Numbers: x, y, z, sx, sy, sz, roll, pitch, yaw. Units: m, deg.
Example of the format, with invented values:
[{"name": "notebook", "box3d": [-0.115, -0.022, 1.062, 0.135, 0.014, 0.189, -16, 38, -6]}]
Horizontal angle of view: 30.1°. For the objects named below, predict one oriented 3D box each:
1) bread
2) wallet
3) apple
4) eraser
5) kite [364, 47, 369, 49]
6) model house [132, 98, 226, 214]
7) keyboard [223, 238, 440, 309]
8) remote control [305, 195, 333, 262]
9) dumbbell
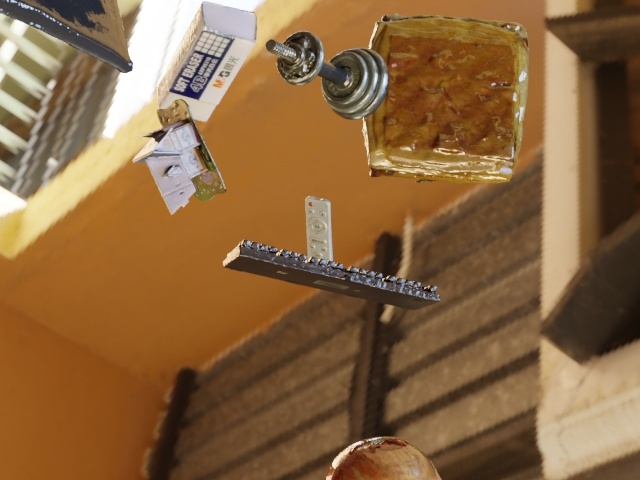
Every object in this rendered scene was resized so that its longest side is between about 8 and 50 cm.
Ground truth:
[{"name": "bread", "box3d": [0.203, -0.220, 1.994, 0.167, 0.278, 0.324, 97, -2, -60]}, {"name": "wallet", "box3d": [-0.326, -0.300, 1.415, 0.030, 0.285, 0.146, -23, -112, 24]}, {"name": "apple", "box3d": [0.075, 0.301, 1.363, 0.146, 0.146, 0.131, -61, -153, -11]}, {"name": "eraser", "box3d": [-0.244, -0.378, 2.538, 0.287, 0.130, 0.086, -49, -142, 47]}, {"name": "kite", "box3d": [0.156, -0.377, 2.491, 0.011, 0.139, 0.156, -105, -146, -70]}, {"name": "model house", "box3d": [-0.233, -0.123, 1.849, 0.088, 0.167, 0.117, -28, -171, -30]}, {"name": "keyboard", "box3d": [0.019, 0.054, 1.760, 0.106, 0.317, 0.027, 148, -47, -65]}, {"name": "remote control", "box3d": [0.000, 0.000, 2.202, 0.050, 0.184, 0.027, 13, -145, 22]}, {"name": "dumbbell", "box3d": [0.003, -0.248, 1.717, 0.110, 0.255, 0.110, -7, -103, 35]}]
